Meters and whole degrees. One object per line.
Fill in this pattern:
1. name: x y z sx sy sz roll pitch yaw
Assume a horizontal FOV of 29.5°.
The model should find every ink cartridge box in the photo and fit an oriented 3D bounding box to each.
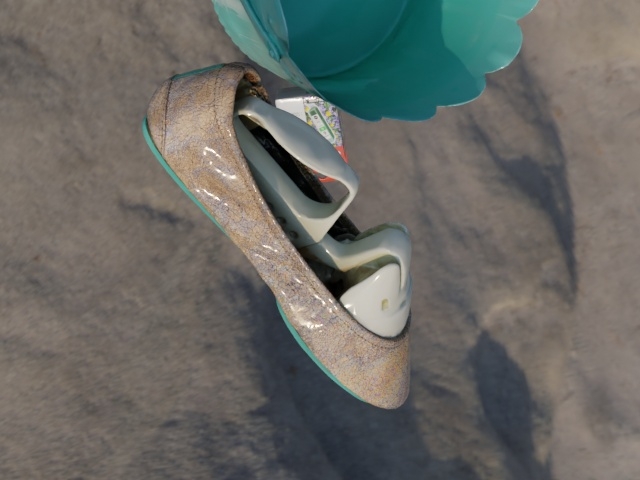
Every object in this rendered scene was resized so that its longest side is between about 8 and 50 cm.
1. ink cartridge box: -0.006 -0.105 1.273 0.029 0.063 0.115 -83 165 -58

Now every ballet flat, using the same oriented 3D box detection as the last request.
1. ballet flat: 0.000 0.000 0.888 0.316 0.106 0.107 49 33 -22

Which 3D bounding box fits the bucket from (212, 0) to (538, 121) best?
1. bucket: 0.040 -0.251 1.097 0.281 0.183 0.281 -10 111 -29
